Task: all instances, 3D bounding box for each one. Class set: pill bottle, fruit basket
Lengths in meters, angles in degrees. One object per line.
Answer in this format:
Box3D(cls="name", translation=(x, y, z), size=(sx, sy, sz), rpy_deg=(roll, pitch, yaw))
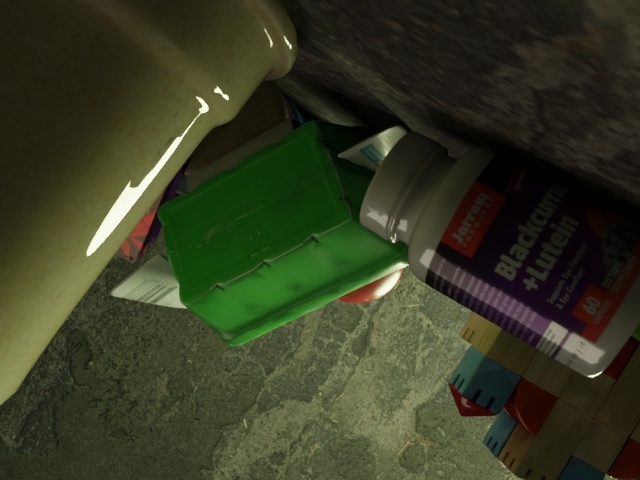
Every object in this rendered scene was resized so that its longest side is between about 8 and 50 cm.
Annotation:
Box3D(cls="pill bottle", translation=(0.129, 0.001, 0.521), size=(0.194, 0.108, 0.108), rpy_deg=(30, -178, 17))
Box3D(cls="fruit basket", translation=(0.000, 0.000, 0.823), size=(0.353, 0.327, 0.165), rpy_deg=(14, -129, -65))

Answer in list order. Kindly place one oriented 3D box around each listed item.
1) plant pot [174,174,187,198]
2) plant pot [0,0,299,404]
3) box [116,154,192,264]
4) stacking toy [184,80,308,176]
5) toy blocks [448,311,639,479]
Box3D(cls="plant pot", translation=(-0.208, -0.142, 1.070), size=(0.293, 0.196, 0.293), rpy_deg=(19, 169, 4))
Box3D(cls="plant pot", translation=(-0.231, -0.072, 0.471), size=(0.334, 0.305, 0.334), rpy_deg=(28, 175, 3))
Box3D(cls="box", translation=(-0.227, -0.126, 0.762), size=(0.201, 0.293, 0.057), rpy_deg=(30, -139, -3))
Box3D(cls="stacking toy", translation=(-0.055, -0.119, 0.950), size=(0.141, 0.141, 0.330), rpy_deg=(31, -172, 17))
Box3D(cls="toy blocks", translation=(0.294, 0.174, 0.846), size=(0.382, 0.260, 0.191), rpy_deg=(30, -178, -9))
